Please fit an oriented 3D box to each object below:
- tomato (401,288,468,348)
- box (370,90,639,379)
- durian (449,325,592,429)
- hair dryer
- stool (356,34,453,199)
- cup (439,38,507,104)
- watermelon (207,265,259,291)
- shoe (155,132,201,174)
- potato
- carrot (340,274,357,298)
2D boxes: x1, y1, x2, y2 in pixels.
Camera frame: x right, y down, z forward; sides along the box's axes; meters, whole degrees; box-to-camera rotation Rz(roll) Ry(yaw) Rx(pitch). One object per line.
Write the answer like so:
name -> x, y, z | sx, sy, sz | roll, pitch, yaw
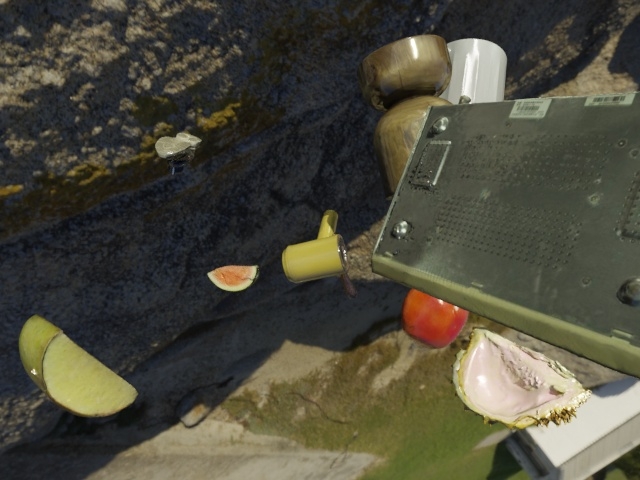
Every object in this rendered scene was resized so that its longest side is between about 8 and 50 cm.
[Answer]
tomato -> 0.395, 0.250, 1.474 | 0.260, 0.180, 0.259 | -17, 120, -32
box -> 0.169, -0.033, 0.361 | 0.045, 0.270, 0.210 | 22, 91, -36
durian -> 0.426, 0.353, 1.021 | 0.196, 0.305, 0.185 | -28, 133, -26
hair dryer -> 0.000, 0.000, 1.042 | 0.135, 0.278, 0.090 | -14, 115, 14
stool -> 0.184, -0.224, 0.831 | 0.179, 0.264, 0.179 | -12, 178, 0
cup -> 0.413, -0.427, 1.321 | 0.323, 0.237, 0.326 | 20, 75, -33
watermelon -> -0.362, 0.157, 1.840 | 0.245, 0.063, 0.119 | -8, 111, 20
shoe -> -0.372, -0.219, 1.119 | 0.071, 0.169, 0.099 | 23, 116, 2
potato -> -0.581, 0.273, 0.959 | 0.112, 0.255, 0.269 | -50, 135, -29
carrot -> 0.082, 0.132, 1.285 | 0.032, 0.093, 0.032 | -23, 180, 0
